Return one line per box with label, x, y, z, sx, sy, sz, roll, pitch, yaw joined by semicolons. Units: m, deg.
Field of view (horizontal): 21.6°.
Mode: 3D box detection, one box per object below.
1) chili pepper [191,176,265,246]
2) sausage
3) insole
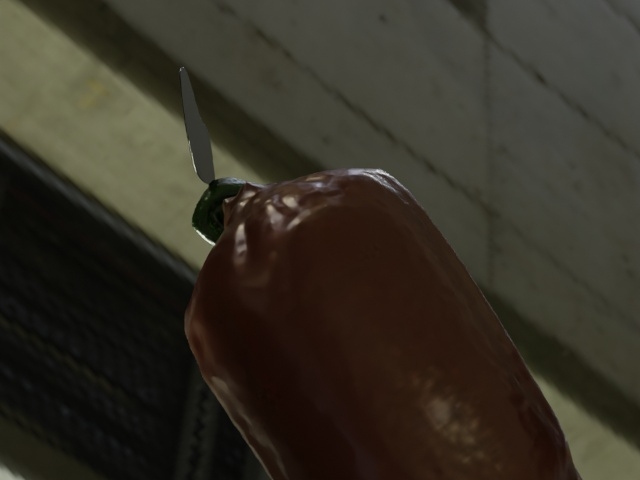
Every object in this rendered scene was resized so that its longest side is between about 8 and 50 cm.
chili pepper;-0.001;0.005;1.450;0.257;0.100;0.074;27;-155;-30
sausage;0.032;0.078;0.791;0.148;0.148;0.254;-18;-104;-57
insole;-0.102;-0.083;1.406;0.253;0.005;0.086;79;-175;-79
